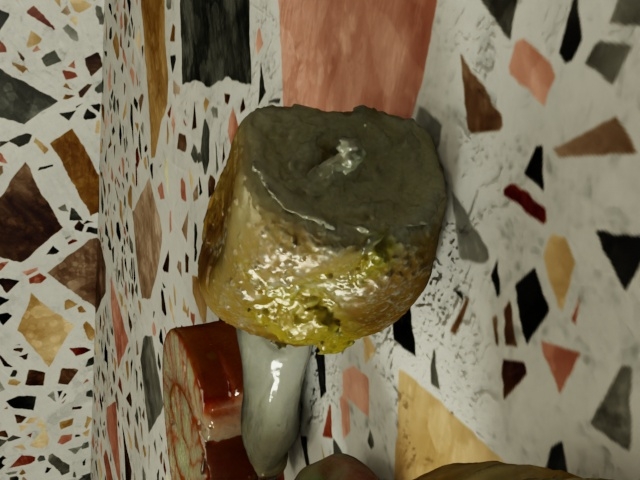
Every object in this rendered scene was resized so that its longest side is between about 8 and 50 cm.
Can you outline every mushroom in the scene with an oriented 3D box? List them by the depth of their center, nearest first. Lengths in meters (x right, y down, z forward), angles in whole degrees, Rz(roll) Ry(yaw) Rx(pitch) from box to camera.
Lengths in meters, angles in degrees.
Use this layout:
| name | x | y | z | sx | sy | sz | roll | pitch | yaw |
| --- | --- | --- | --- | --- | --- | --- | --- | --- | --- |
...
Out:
| name | x | y | z | sx | sy | sz | roll | pitch | yaw |
| --- | --- | --- | --- | --- | --- | --- | --- | --- | --- |
| mushroom | -0.061 | 0.160 | 1.077 | 0.109 | 0.097 | 0.351 | -130 | 39 | -56 |

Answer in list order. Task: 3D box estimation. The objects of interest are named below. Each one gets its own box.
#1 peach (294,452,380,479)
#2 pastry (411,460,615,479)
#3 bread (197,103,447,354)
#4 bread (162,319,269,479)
| name | x | y | z | sx | sy | sz | roll | pitch | yaw |
| --- | --- | --- | --- | --- | --- | --- | --- | --- | --- |
| peach | 0.010 | 0.309 | 0.879 | 0.152 | 0.152 | 0.152 | 176 | 90 | -68 |
| pastry | 0.114 | 0.324 | 0.481 | 0.410 | 0.245 | 0.409 | 175 | 90 | -66 |
| bread | 0.000 | 0.000 | 0.772 | 0.246 | 0.196 | 0.176 | 118 | 146 | -52 |
| bread | -0.166 | 0.285 | 1.319 | 0.295 | 0.114 | 0.327 | -156 | 63 | -65 |
